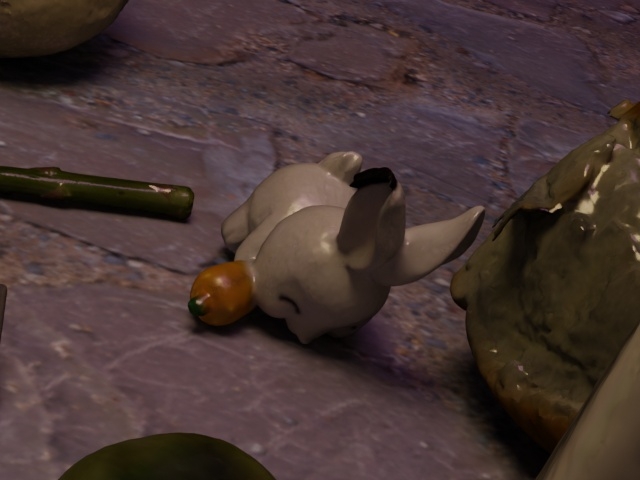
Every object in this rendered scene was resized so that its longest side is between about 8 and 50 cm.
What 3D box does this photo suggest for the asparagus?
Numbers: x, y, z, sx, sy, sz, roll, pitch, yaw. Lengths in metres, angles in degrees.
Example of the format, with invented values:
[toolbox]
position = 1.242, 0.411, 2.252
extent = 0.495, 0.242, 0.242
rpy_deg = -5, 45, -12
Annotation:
[asparagus]
position = -0.194, -0.037, 0.877
extent = 0.248, 0.025, 0.024
rpy_deg = 6, 70, -24

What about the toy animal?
[toy animal]
position = 0.000, 0.000, 0.822
extent = 0.131, 0.127, 0.182
rpy_deg = 16, 13, -19

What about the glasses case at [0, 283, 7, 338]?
[glasses case]
position = -0.245, 0.035, 0.675
extent = 0.190, 0.042, 0.072
rpy_deg = 13, 33, -11

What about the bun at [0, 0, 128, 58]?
[bun]
position = -0.258, -0.237, 1.083
extent = 0.272, 0.168, 0.273
rpy_deg = 20, 34, -14

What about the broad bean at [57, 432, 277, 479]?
[broad bean]
position = -0.061, 0.142, 0.567
extent = 0.153, 0.072, 0.207
rpy_deg = 14, 14, -14

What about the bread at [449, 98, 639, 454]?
[bread]
position = 0.231, 0.028, 0.791
extent = 0.279, 0.225, 0.250
rpy_deg = -3, 34, -30

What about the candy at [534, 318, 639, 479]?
[candy]
position = 0.201, 0.077, 0.523
extent = 0.208, 0.359, 0.145
rpy_deg = 32, 28, 14
